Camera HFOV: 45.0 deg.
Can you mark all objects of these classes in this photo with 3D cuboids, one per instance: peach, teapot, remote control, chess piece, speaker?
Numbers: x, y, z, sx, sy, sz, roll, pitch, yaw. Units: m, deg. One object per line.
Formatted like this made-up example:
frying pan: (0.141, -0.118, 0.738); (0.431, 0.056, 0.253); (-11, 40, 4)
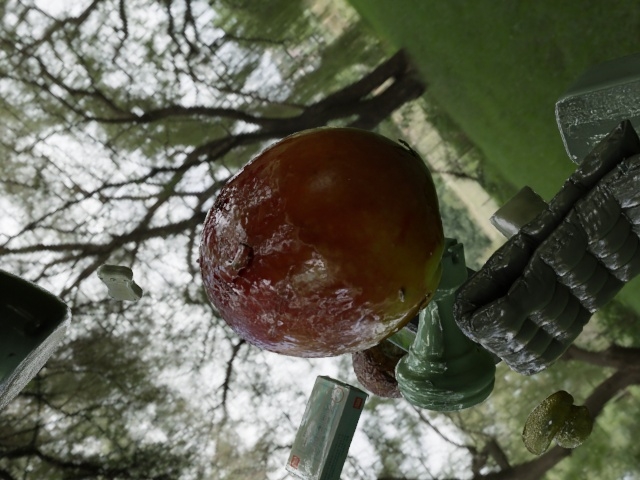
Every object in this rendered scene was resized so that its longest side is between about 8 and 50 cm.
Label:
peach: (0.000, 0.000, 1.146); (0.370, 0.370, 0.370); (46, -169, -12)
teapot: (-0.571, 0.126, 1.218); (0.285, 0.223, 0.305); (38, 151, -4)
remote control: (-0.409, 0.087, 1.583); (0.122, 0.074, 0.032); (88, -171, -58)
chess piece: (0.225, 0.151, 1.469); (0.194, 0.195, 0.299); (-92, -7, -73)
speaker: (0.661, -0.266, 1.458); (0.184, 0.406, 0.183); (-34, -72, -43)

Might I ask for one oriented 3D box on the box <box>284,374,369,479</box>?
box: (0.017, 0.489, 1.982); (0.079, 0.269, 0.135); (25, 170, -41)

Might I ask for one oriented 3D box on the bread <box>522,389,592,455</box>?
bread: (0.610, 0.489, 1.982); (0.149, 0.187, 0.065); (39, -171, 0)

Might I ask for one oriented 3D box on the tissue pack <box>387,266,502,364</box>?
tissue pack: (0.300, 0.176, 1.938); (0.394, 0.288, 0.124); (28, 135, 41)

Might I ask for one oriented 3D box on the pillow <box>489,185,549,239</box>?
pillow: (0.429, -0.040, 1.592); (0.053, 0.119, 0.208); (50, -176, -25)

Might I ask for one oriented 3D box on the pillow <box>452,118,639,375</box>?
pillow: (0.330, 0.026, 1.005); (0.228, 0.326, 0.101); (36, -168, -47)

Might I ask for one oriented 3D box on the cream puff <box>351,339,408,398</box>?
cream puff: (0.200, 0.373, 2.296); (0.240, 0.164, 0.240); (18, -158, -8)
